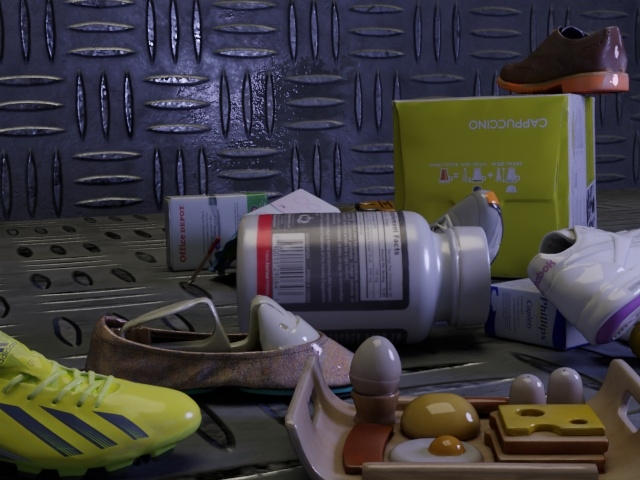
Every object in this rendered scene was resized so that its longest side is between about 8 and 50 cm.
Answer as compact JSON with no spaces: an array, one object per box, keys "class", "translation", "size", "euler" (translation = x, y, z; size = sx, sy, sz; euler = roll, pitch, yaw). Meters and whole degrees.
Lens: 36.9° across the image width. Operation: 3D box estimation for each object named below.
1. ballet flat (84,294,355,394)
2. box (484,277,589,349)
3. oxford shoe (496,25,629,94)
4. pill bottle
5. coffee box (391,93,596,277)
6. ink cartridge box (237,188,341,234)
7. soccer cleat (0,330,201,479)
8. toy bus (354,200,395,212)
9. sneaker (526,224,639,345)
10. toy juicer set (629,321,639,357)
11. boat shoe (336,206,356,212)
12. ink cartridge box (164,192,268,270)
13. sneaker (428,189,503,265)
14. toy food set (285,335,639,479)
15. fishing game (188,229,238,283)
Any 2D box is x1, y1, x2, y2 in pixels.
[{"class":"ballet flat","translation":[-0.096,0.114,1.037],"size":[0.315,0.106,0.107],"euler":[-2,7,-7]},{"class":"box","translation":[0.310,0.093,1.280],"size":[0.126,0.072,0.137],"euler":[-7,8,-38]},{"class":"oxford shoe","translation":[0.480,-0.356,1.913],"size":[0.129,0.133,0.363],"euler":[-3,8,-26]},{"class":"pill bottle","translation":[0.054,0.050,1.254],"size":[0.318,0.176,0.176],"euler":[-1,7,0]},{"class":"coffee box","translation":[0.352,-0.115,1.896],"size":[0.337,0.338,0.334],"euler":[1,7,24]},{"class":"ink cartridge box","translation":[0.000,0.000,1.696],"size":[0.232,0.066,0.189],"euler":[25,29,24]},{"class":"soccer cleat","translation":[-0.248,0.135,0.823],"size":[0.289,0.121,0.093],"euler":[-1,6,3]},{"class":"toy bus","translation":[0.144,-0.026,2.172],"size":[0.130,0.108,0.333],"euler":[0,6,-1]},{"class":"sneaker","translation":[0.368,0.017,1.196],"size":[0.152,0.114,0.305],"euler":[39,35,23]},{"class":"toy juicer set","translation":[0.480,0.110,1.133],"size":[0.209,0.090,0.329],"euler":[-18,1,28]},{"class":"boat shoe","translation":[-0.006,0.009,1.909],"size":[0.113,0.103,0.302],"euler":[2,13,30]},{"class":"ink cartridge box","translation":[-0.218,-0.021,2.001],"size":[0.208,0.153,0.087],"euler":[-2,6,-18]},{"class":"sneaker","translation":[0.154,0.019,1.368],"size":[0.121,0.099,0.262],"euler":[10,-41,-28]},{"class":"toy food set","translation":[0.132,0.139,0.841],"size":[0.306,0.092,0.220],"euler":[-1,7,4]},{"class":"fishing game","translation":[-0.140,0.005,1.840],"size":[0.264,0.041,0.189],"euler":[-32,-15,-51]}]
